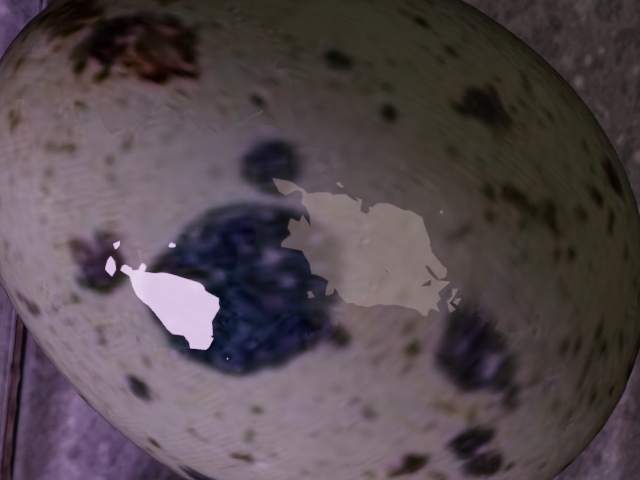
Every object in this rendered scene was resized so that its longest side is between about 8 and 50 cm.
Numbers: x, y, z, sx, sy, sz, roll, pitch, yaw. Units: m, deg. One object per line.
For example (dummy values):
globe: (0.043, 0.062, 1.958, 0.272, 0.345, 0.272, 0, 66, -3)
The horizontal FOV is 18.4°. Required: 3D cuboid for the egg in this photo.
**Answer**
egg: (0.000, 0.000, 1.015, 0.379, 0.287, 0.287, 23, 88, -38)
